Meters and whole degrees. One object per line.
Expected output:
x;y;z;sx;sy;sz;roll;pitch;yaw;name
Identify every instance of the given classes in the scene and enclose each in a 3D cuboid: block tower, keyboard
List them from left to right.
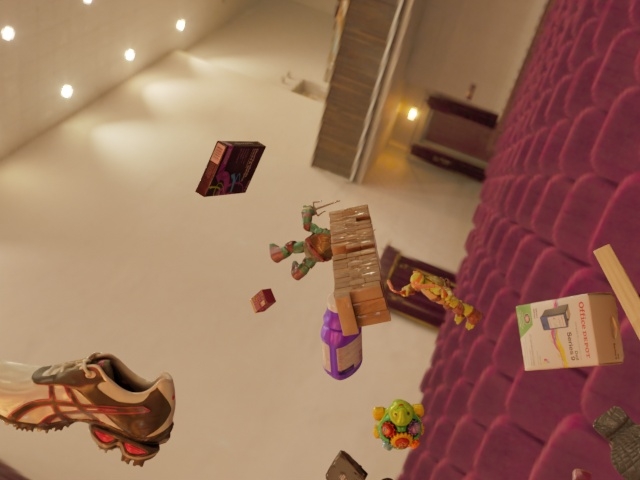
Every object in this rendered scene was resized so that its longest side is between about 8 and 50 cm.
0.066;0.477;1.505;0.038;0.100;0.192;-34;-19;-26;keyboard
0.074;0.049;1.500;0.335;0.097;0.091;-90;-14;-59;block tower

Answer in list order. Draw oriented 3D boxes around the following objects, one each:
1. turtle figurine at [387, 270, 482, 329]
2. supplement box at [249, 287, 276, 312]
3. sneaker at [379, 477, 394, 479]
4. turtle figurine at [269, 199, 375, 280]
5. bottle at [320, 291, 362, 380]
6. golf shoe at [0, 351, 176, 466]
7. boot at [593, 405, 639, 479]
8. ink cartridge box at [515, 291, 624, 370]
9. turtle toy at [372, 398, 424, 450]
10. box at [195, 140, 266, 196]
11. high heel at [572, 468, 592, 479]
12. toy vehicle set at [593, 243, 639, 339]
0.299;0.138;1.924;0.087;0.217;0.269;-60;19;-14;turtle figurine
-0.198;0.207;2.566;0.043;0.055;0.083;-6;-24;-43;supplement box
0.254;0.796;2.250;0.286;0.130;0.109;26;-93;-41;sneaker
0.000;0.000;1.743;0.234;0.175;0.118;-32;11;29;turtle figurine
0.057;0.258;2.052;0.118;0.092;0.283;-35;-40;-30;bottle
-0.317;0.189;0.968;0.105;0.273;0.120;-82;9;-72;golf shoe
0.781;0.538;1.755;0.118;0.222;0.338;-40;3;14;boot
0.550;0.205;1.662;0.212;0.093;0.154;-19;73;55;ink cartridge box
0.141;0.328;1.332;0.066;0.095;0.130;-95;0;-54;turtle toy
-0.180;-0.148;1.528;0.116;0.029;0.162;-63;-18;18;box
0.800;0.701;2.030;0.117;0.244;0.082;-52;-23;-58;high heel
0.645;0.147;1.525;0.035;0.267;0.166;-29;-28;19;toy vehicle set
